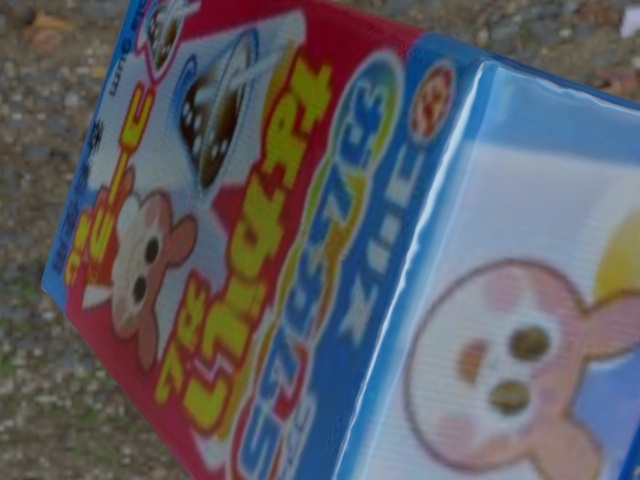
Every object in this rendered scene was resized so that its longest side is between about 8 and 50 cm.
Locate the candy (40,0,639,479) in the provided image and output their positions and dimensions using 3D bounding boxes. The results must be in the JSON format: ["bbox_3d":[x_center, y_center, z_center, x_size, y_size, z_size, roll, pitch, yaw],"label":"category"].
[{"bbox_3d":[-0.001,-0.001,0.510,0.100,0.157,0.306,15,-171,-27],"label":"candy"}]
